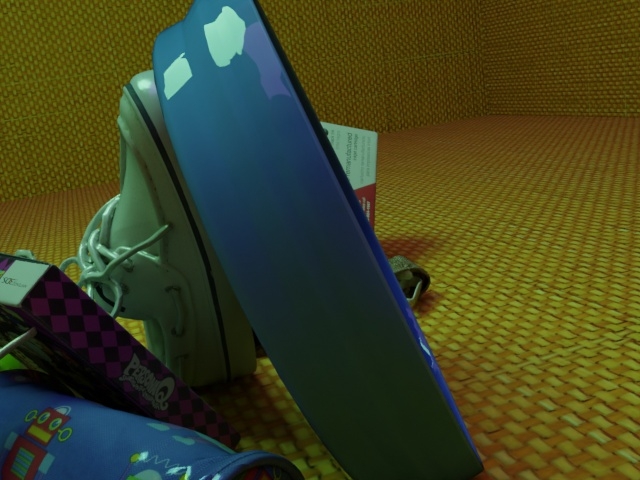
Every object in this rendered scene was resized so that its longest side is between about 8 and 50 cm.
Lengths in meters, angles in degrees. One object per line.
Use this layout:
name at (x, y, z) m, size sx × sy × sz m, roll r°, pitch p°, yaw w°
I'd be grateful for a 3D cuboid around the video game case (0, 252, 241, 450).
video game case at (-0.204, 0.096, 0.571) m, size 0.210 × 0.232 × 0.042 m, roll 5°, pitch 52°, yaw 41°

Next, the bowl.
bowl at (0.000, 0.000, 0.517) m, size 0.077 × 0.391 × 0.391 m, roll -26°, pitch 13°, yaw 5°

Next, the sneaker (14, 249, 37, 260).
sneaker at (-0.543, 0.079, 1.102) m, size 0.085 × 0.086 × 0.237 m, roll -2°, pitch 16°, yaw 16°

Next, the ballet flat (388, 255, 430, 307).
ballet flat at (0.074, 0.069, 0.829) m, size 0.067 × 0.073 × 0.206 m, roll 17°, pitch 29°, yaw 29°

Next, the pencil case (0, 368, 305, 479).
pencil case at (-0.142, 0.166, 0.448) m, size 0.306 × 0.133 × 0.119 m, roll 4°, pitch 54°, yaw 41°

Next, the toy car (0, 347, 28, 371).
toy car at (-0.418, 0.140, 0.781) m, size 0.188 × 0.149 × 0.155 m, roll -36°, pitch 8°, yaw 7°

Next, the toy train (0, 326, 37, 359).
toy train at (-0.271, 0.164, 0.409) m, size 0.143 × 0.105 × 0.248 m, roll -41°, pitch 8°, yaw 47°

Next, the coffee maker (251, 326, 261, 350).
coffee maker at (-0.066, 0.055, 0.849) m, size 0.171 × 0.120 × 0.178 m, roll -3°, pitch 15°, yaw 19°

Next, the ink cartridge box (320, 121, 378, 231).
ink cartridge box at (-0.061, -0.079, 1.028) m, size 0.272 × 0.197 × 0.114 m, roll 9°, pitch -27°, yaw -9°

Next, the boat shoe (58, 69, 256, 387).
boat shoe at (-0.158, 0.025, 0.612) m, size 0.156 × 0.367 × 0.136 m, roll -20°, pitch 53°, yaw -16°
